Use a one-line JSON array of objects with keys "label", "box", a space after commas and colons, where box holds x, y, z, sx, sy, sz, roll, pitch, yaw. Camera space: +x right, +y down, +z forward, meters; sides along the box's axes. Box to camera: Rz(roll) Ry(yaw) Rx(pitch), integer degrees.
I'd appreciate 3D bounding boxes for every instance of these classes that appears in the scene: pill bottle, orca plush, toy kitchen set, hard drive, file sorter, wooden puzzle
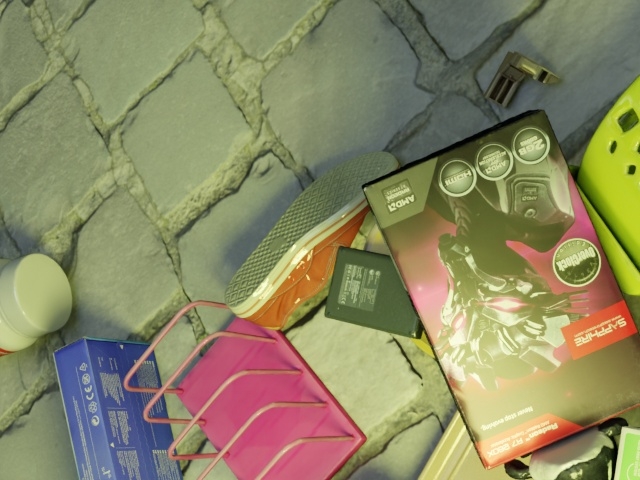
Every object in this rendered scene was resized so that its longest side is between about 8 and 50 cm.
[{"label": "pill bottle", "box": [-0.575, 0.124, 2.210, 0.283, 0.161, 0.161, -17, 74, 29]}, {"label": "orca plush", "box": [0.299, 0.282, 1.559, 0.151, 0.287, 0.102, -24, 92, -12]}, {"label": "toy kitchen set", "box": [0.281, -0.212, 1.791, 0.068, 0.083, 0.075, 27, 100, -10]}, {"label": "hard drive", "box": [0.074, 0.064, 1.616, 0.135, 0.022, 0.094, 12, 89, 33]}, {"label": "file sorter", "box": [-0.124, 0.253, 1.897, 0.202, 0.182, 0.291, -50, 61, 16]}, {"label": "wooden puzzle", "box": [0.264, 0.326, 1.732, 0.238, 0.044, 0.221, 33, 99, 27]}]

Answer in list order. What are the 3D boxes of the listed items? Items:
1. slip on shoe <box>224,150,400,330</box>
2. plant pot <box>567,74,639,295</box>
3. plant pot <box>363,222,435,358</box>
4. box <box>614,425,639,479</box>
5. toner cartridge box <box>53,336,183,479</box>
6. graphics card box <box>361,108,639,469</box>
[{"label": "slip on shoe", "box": [0.000, 0.000, 1.917, 0.331, 0.101, 0.123, -48, 32, 3]}, {"label": "plant pot", "box": [0.435, -0.055, 1.580, 0.207, 0.228, 0.227, -44, 62, 27]}, {"label": "plant pot", "box": [0.180, 0.043, 1.709, 0.254, 0.239, 0.254, -5, 81, 32]}, {"label": "box", "box": [0.426, 0.357, 1.510, 0.127, 0.231, 0.262, 8, 87, 32]}, {"label": "toner cartridge box", "box": [-0.301, 0.328, 2.007, 0.075, 0.165, 0.348, -25, 69, 26]}, {"label": "graphics card box", "box": [0.224, 0.057, 1.521, 0.233, 0.094, 0.371, -23, 93, 3]}]
